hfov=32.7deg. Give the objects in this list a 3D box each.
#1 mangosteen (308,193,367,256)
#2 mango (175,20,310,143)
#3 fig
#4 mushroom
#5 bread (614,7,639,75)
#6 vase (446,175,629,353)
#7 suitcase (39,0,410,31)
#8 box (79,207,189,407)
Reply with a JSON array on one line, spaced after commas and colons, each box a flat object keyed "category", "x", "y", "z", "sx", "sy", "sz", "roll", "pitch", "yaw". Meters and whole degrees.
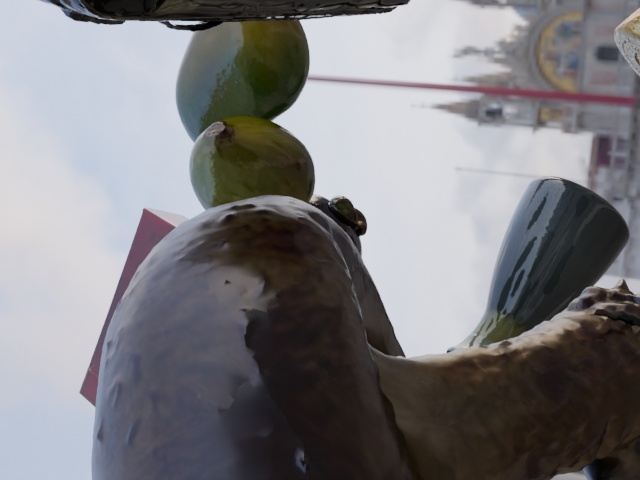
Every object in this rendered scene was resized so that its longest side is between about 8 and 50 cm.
[{"category": "mangosteen", "x": 0.000, "y": 0.000, "z": 1.521, "sx": 0.152, "sy": 0.152, "sz": 0.152, "roll": 8, "pitch": -90, "yaw": -67}, {"category": "mango", "x": -0.106, "y": -0.210, "z": 1.405, "sx": 0.251, "sy": 0.156, "sz": 0.114, "roll": -48, "pitch": 11, "yaw": 48}, {"category": "fig", "x": -0.080, "y": -0.079, "z": 1.267, "sx": 0.153, "sy": 0.136, "sz": 0.121, "roll": -6, "pitch": -54, "yaw": -41}, {"category": "mushroom", "x": 0.056, "y": 0.134, "z": 0.625, "sx": 0.334, "sy": 0.356, "sz": 0.331, "roll": 60, "pitch": -152, "yaw": -62}, {"category": "bread", "x": 0.417, "y": -0.220, "z": 1.270, "sx": 0.073, "sy": 0.149, "sz": 0.122, "roll": -43, "pitch": -51, "yaw": 0}, {"category": "vase", "x": 0.311, "y": 0.076, "z": 1.626, "sx": 0.321, "sy": 0.173, "sz": 0.173, "roll": -56, "pitch": -30, "yaw": -14}, {"category": "suitcase", "x": -0.065, "y": -0.287, "z": 0.766, "sx": 0.434, "sy": 0.194, "sz": 0.283, "roll": -15, "pitch": -61, "yaw": -51}, {"category": "box", "x": -0.231, "y": 0.131, "z": 1.625, "sx": 0.089, "sy": 0.197, "sz": 0.313, "roll": 14, "pitch": -80, "yaw": -47}]
